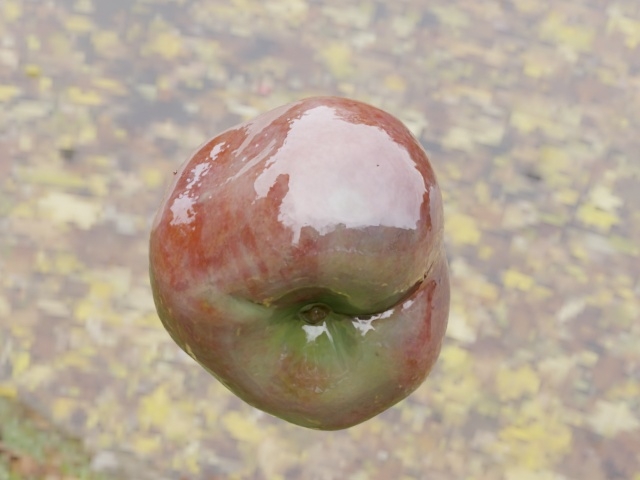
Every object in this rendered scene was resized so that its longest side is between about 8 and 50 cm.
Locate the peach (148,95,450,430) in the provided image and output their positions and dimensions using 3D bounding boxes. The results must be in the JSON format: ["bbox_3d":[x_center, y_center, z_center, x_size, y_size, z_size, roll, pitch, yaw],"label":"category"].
[{"bbox_3d":[0.000,0.000,0.908,0.152,0.152,0.152,8,37,-6],"label":"peach"}]
